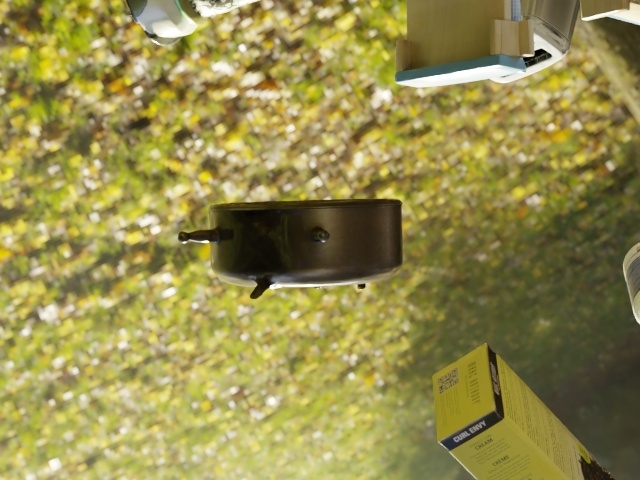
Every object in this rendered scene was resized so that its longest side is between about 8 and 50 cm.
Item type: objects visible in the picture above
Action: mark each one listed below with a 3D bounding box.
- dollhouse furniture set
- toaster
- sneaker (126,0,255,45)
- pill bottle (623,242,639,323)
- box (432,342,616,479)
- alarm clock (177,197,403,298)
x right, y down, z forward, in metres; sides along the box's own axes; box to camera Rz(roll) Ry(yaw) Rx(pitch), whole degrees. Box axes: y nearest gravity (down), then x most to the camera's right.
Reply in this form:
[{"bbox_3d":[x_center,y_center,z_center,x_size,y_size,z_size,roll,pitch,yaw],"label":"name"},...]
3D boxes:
[{"bbox_3d":[0.228,-0.311,1.312,0.303,0.286,0.198,-6,175,43],"label":"dollhouse furniture set"},{"bbox_3d":[0.304,-0.338,1.897,0.129,0.146,0.227,28,152,-31],"label":"toaster"},{"bbox_3d":[-0.128,-0.412,1.263,0.182,0.410,0.158,-8,-161,12],"label":"sneaker"},{"bbox_3d":[0.368,0.057,1.351,0.067,0.120,0.067,2,124,3],"label":"pill bottle"},{"bbox_3d":[0.184,0.192,1.025,0.058,0.087,0.232,-35,116,21],"label":"box"},{"bbox_3d":[0.000,0.000,0.856,0.129,0.064,0.192,0,-174,28],"label":"alarm clock"}]
